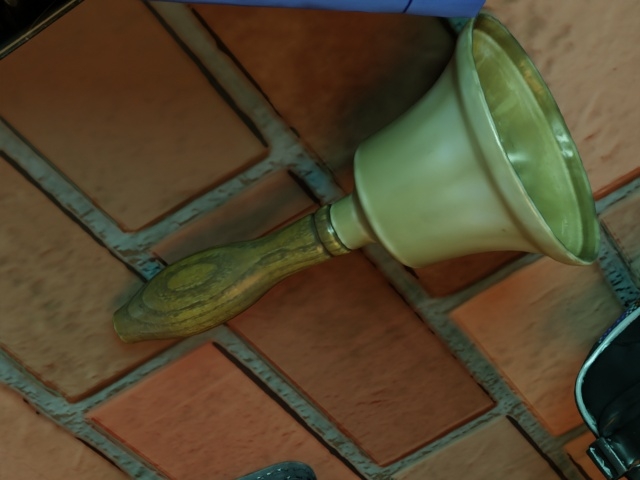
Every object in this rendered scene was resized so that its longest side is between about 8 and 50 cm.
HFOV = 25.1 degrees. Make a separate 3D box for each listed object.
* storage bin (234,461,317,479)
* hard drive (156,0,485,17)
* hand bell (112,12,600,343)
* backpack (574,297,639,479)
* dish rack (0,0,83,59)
[{"bbox_3d":[-0.035,0.237,0.929,0.122,0.084,0.180,-20,137,-1],"label":"storage bin"},{"bbox_3d":[-0.071,-0.169,0.412,0.319,0.040,0.210,-1,129,-22],"label":"hard drive"},{"bbox_3d":[0.000,0.000,0.702,0.242,0.126,0.126,-25,139,23],"label":"hand bell"},{"bbox_3d":[0.304,0.081,0.801,0.253,0.225,0.191,-46,155,19],"label":"backpack"},{"bbox_3d":[-0.139,-0.192,0.440,0.208,0.074,0.271,-35,135,8],"label":"dish rack"}]
